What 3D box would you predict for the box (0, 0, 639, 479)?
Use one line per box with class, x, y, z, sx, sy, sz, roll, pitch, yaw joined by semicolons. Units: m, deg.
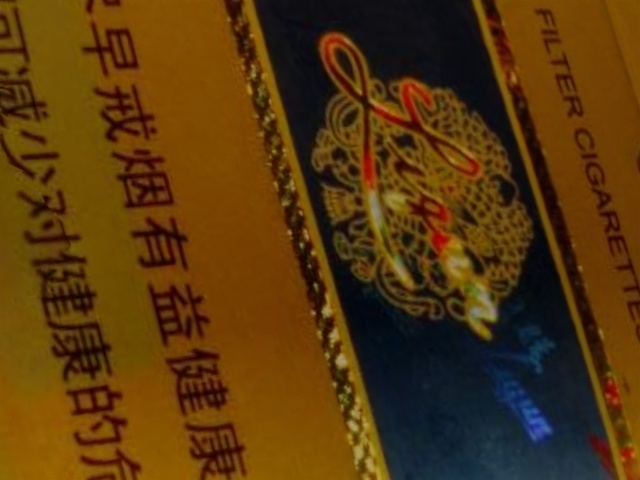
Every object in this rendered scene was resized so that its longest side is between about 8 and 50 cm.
box;0.000;0.000;0.441;0.237;0.070;0.152;-6;73;-40
